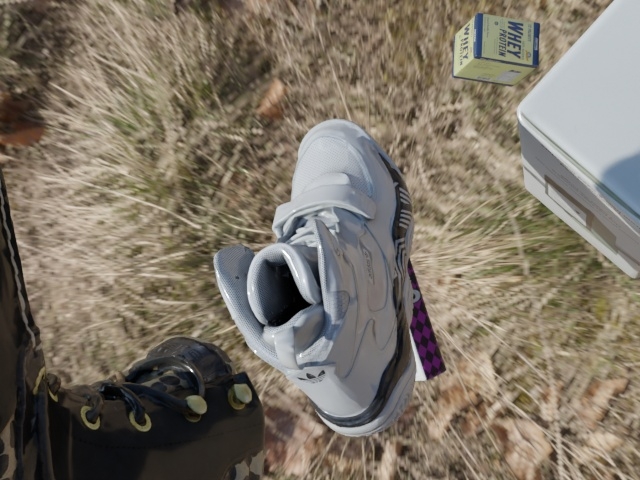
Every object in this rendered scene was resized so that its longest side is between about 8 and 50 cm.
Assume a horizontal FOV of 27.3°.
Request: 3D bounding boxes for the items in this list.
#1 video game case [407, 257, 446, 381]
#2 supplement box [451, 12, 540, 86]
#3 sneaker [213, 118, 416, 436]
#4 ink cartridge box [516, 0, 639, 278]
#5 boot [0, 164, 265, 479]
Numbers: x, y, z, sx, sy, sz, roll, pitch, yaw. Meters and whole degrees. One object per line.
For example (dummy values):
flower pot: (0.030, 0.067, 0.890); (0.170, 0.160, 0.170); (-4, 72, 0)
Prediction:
video game case: (0.043, 0.065, 1.600); (0.042, 0.210, 0.232); (-19, 91, -34)
supplement box: (0.213, -0.231, 1.604); (0.083, 0.083, 0.056); (7, 77, -14)
sneaker: (0.000, 0.000, 1.335); (0.137, 0.210, 0.366); (-17, 58, 22)
ink cartridge box: (0.245, -0.097, 0.883); (0.121, 0.289, 0.211); (42, 93, 11)
boot: (-0.155, 0.098, 0.758); (0.138, 0.284, 0.377); (-1, 96, 30)
